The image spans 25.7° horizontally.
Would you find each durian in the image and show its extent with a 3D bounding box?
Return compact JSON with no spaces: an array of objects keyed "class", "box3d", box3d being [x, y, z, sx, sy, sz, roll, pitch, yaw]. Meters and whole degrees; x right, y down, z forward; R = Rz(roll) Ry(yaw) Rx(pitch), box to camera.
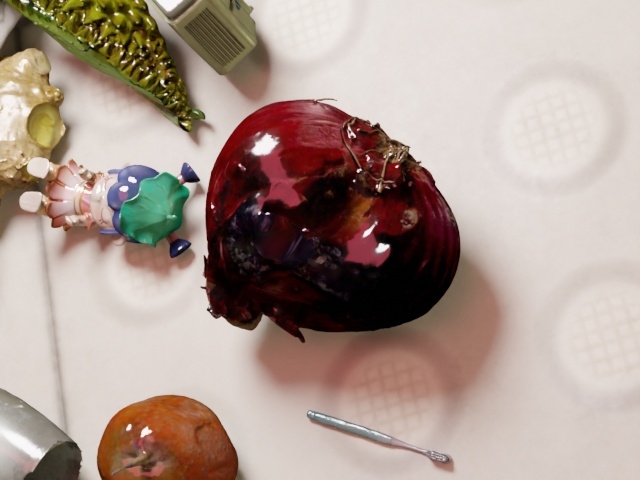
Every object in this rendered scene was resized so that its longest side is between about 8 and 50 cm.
[{"class":"durian","box3d":[-0.271,-0.268,1.653,0.375,0.132,0.106,40,81,2]}]

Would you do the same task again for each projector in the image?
[{"class":"projector","box3d":[-0.178,-0.318,1.628,0.088,0.193,0.269,-41,63,4]}]

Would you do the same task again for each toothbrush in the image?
[{"class":"toothbrush","box3d":[0.058,0.203,1.453,0.167,0.014,0.011,15,86,25]}]

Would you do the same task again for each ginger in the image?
[{"class":"ginger","box3d":[-0.384,-0.130,1.693,0.157,0.102,0.216,-2,72,28]}]

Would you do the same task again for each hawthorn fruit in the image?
[{"class":"hawthorn fruit","box3d":[-0.156,0.220,1.445,0.149,0.189,0.149,4,63,-8]}]

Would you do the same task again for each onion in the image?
[{"class":"onion","box3d":[0.013,-0.016,1.446,0.281,0.221,0.281,1,97,8]}]

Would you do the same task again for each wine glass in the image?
[{"class":"wine glass","box3d":[-0.366,0.221,1.554,0.204,0.111,0.111,24,81,28]}]

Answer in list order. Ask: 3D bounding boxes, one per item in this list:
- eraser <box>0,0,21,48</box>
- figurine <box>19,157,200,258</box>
[{"class":"eraser","box3d":[-0.464,-0.342,1.703,0.150,0.331,0.331,-1,70,44]},{"class":"figurine","box3d":[-0.236,-0.051,1.612,0.195,0.102,0.111,12,89,27]}]
